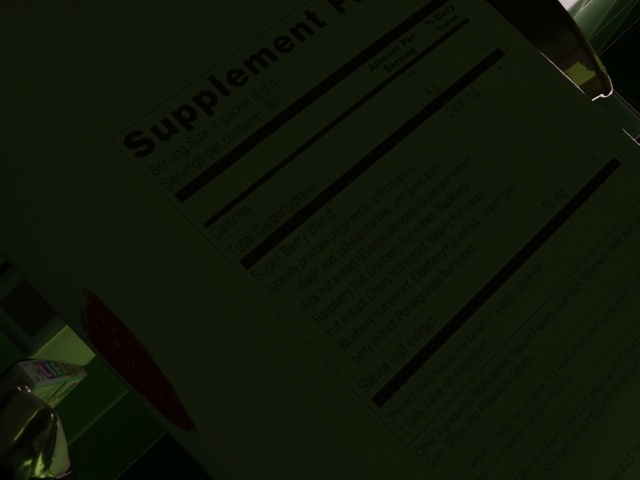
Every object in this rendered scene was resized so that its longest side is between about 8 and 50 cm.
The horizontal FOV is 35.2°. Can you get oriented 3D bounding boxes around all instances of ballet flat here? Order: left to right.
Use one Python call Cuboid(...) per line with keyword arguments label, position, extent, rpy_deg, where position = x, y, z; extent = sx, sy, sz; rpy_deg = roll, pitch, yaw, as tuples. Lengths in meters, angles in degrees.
Cuboid(label="ballet flat", position=(-0.236, 0.155, 0.709), extent=(0.096, 0.095, 0.280), rpy_deg=(-59, 162, 2))

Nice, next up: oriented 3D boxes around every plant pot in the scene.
Cuboid(label="plant pot", position=(0.163, -0.158, 0.978), extent=(0.165, 0.167, 0.167), rpy_deg=(-37, 173, 8))

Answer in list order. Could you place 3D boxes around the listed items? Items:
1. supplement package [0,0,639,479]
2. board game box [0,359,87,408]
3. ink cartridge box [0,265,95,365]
Cuboid(label="supplement package", position=(0.000, 0.000, 0.431), extent=(0.175, 0.293, 0.177), rpy_deg=(-41, 171, -27))
Cuboid(label="board game box", position=(-0.275, 0.160, 0.845), extent=(0.154, 0.026, 0.103), rpy_deg=(-45, 172, 4))
Cuboid(label="ink cartridge box", position=(-0.090, -0.021, 0.732), extent=(0.275, 0.060, 0.239), rpy_deg=(-44, 171, -4))
